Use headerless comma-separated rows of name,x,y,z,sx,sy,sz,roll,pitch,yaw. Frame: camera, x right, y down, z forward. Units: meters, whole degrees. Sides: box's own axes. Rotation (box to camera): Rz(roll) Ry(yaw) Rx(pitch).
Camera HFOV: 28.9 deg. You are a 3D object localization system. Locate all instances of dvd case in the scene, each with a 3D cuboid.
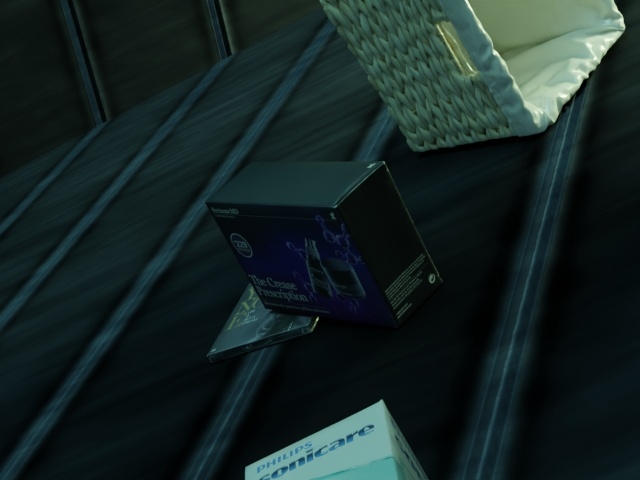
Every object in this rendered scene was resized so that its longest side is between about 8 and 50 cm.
dvd case,-0.052,0.080,1.721,0.164,0.018,0.221,-19,23,28

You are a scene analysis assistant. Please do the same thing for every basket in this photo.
basket,0.234,-0.348,1.900,0.266,0.328,0.331,-14,26,47

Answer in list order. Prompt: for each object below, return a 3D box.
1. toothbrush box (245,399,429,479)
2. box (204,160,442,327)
toothbrush box,0.049,0.282,0.827,0.126,0.216,0.295,-27,19,7
box,0.000,0.000,1.565,0.103,0.184,0.261,-41,27,-31
